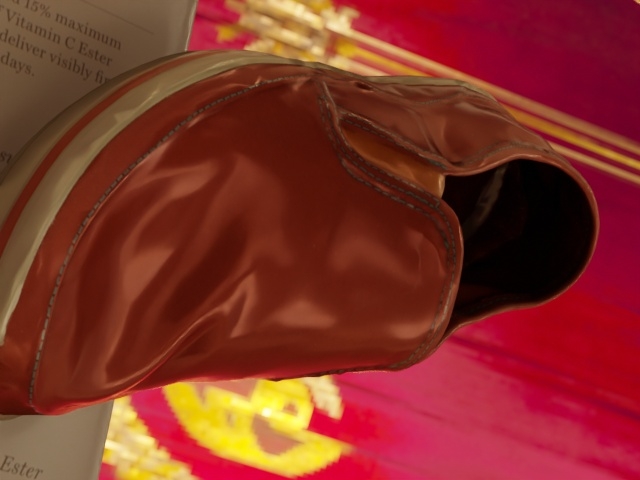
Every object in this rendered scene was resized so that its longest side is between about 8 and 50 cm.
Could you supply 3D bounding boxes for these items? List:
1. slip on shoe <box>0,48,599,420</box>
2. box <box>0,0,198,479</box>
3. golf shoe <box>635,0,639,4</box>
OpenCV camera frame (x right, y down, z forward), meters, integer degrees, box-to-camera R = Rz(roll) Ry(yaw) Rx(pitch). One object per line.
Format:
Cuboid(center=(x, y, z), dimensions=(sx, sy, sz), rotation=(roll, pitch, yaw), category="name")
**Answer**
Cuboid(center=(0.000, 0.000, 0.575), dimensions=(0.101, 0.331, 0.123), rotation=(31, -66, 29), category="slip on shoe")
Cuboid(center=(-0.204, 0.023, 0.598), dimensions=(0.168, 0.215, 0.345), rotation=(-9, -115, 50), category="box")
Cuboid(center=(0.176, -0.051, 0.508), dimensions=(0.306, 0.115, 0.140), rotation=(28, -69, 35), category="golf shoe")
